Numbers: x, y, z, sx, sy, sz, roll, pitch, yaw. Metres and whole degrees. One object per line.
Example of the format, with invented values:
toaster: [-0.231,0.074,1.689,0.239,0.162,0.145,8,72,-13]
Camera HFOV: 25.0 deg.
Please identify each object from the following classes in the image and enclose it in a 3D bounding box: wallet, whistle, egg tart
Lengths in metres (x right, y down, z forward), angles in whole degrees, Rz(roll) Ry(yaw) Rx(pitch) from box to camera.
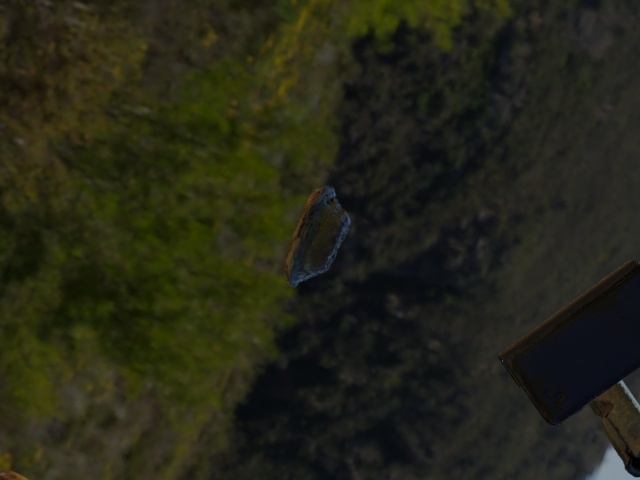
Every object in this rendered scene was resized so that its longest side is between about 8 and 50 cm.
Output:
wallet: [0.313,0.119,1.658,0.198,0.110,0.031,-34,175,-8]
whistle: [0.425,0.222,2.165,0.326,0.067,0.057,-111,-175,-52]
egg tart: [0.000,0.000,1.649,0.129,0.049,0.129,21,90,-80]

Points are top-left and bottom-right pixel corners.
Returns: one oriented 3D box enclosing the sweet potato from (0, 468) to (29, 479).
sweet potato: [-0.193,0.330,1.208,0.095,0.354,0.106,1,121,-53]
